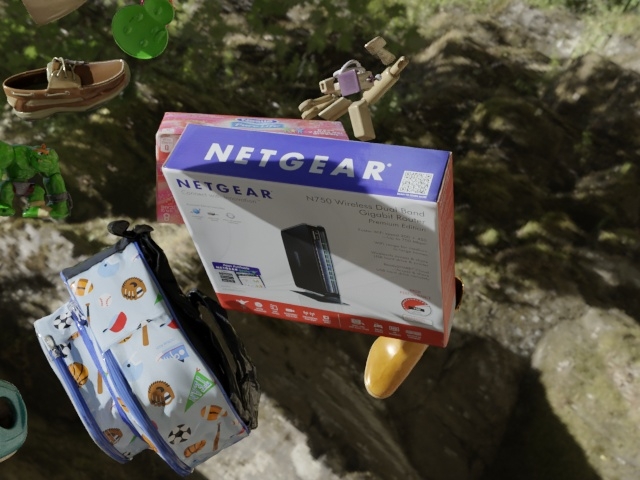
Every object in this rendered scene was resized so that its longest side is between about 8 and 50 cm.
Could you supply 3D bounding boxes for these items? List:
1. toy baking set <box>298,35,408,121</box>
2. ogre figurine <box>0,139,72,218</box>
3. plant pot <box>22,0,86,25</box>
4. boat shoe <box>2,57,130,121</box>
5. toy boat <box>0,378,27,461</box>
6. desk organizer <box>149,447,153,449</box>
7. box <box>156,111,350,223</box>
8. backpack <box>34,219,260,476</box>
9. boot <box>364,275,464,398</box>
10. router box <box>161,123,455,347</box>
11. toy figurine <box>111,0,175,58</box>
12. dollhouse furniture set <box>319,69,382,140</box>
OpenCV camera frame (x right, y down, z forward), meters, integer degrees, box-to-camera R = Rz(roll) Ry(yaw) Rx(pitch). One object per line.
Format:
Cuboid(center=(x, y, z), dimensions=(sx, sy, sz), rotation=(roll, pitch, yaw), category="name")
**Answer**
Cuboid(center=(0.068, -0.278, 1.388), dimensions=(0.197, 0.030, 0.256), rotation=(-20, -13, -45), category="toy baking set")
Cuboid(center=(-0.472, -0.095, 1.217), dimensions=(0.197, 0.097, 0.118), rotation=(0, -92, -47), category="ogre figurine")
Cuboid(center=(-0.537, -0.610, 1.596), dimensions=(0.191, 0.284, 0.284), rotation=(-16, -22, -5), category="plant pot")
Cuboid(center=(-0.647, -0.395, 1.947), dimensions=(0.324, 0.122, 0.120), rotation=(-16, -37, 6), category="boat shoe")
Cuboid(center=(-0.682, 0.285, 1.519), dimensions=(0.148, 0.318, 0.267), rotation=(-19, -10, 11), category="toy boat")
Cuboid(center=(-0.229, 0.233, 1.104), dimensions=(0.047, 0.050, 0.130), rotation=(-2, 70, 58), category="desk organizer")
Cuboid(center=(-0.110, -0.113, 1.254), dimensions=(0.142, 0.300, 0.154), rotation=(-103, 16, -67), category="box")
Cuboid(center=(-0.200, 0.153, 0.939), dimensions=(0.213, 0.263, 0.276), rotation=(-40, -27, -8), category="backpack")
Cuboid(center=(0.215, 0.215, 1.764), dimensions=(0.295, 0.104, 0.211), rotation=(-57, 4, -29), category="boot")
Cuboid(center=(0.000, 0.000, 0.993), dimensions=(0.301, 0.336, 0.082), rotation=(76, -152, -50), category="router box")
Cuboid(center=(-0.385, -0.529, 1.787), dimensions=(0.173, 0.130, 0.159), rotation=(-38, 25, 32), category="toy figurine")
Cuboid(center=(0.066, -0.222, 1.272), dimensions=(0.081, 0.114, 0.091), rotation=(-20, 9, -40), category="dollhouse furniture set")
